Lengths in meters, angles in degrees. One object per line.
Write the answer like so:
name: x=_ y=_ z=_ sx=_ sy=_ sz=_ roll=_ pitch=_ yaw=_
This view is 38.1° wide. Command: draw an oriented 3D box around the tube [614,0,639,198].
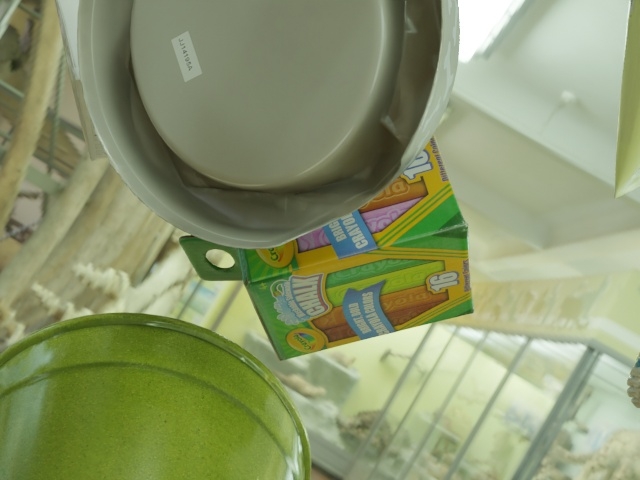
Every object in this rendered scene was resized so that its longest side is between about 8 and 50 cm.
tube: x=0.329 y=-0.165 z=0.916 sx=0.070 sy=0.240 sz=0.062 roll=0 pitch=21 yaw=-5

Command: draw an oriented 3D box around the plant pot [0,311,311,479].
plant pot: x=-0.183 y=0.309 z=0.805 sx=0.366 sy=0.366 sz=0.353 roll=32 pitch=19 yaw=-17

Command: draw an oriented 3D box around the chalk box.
chalk box: x=0.000 y=0.000 z=0.994 sx=0.180 sy=0.289 sz=0.179 roll=70 pitch=5 yaw=-56

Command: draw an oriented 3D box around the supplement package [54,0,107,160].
supplement package: x=-0.217 y=-0.203 z=1.052 sx=0.244 sy=0.134 sz=0.139 roll=127 pitch=-52 yaw=-73

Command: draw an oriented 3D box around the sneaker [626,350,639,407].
sneaker: x=0.289 y=0.109 z=0.689 sx=0.071 sy=0.083 sz=0.190 roll=7 pitch=-28 yaw=45

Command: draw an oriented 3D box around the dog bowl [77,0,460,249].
dog bowl: x=-0.042 y=-0.170 z=0.783 sx=0.349 sy=0.349 sz=0.102 roll=29 pitch=19 yaw=24
